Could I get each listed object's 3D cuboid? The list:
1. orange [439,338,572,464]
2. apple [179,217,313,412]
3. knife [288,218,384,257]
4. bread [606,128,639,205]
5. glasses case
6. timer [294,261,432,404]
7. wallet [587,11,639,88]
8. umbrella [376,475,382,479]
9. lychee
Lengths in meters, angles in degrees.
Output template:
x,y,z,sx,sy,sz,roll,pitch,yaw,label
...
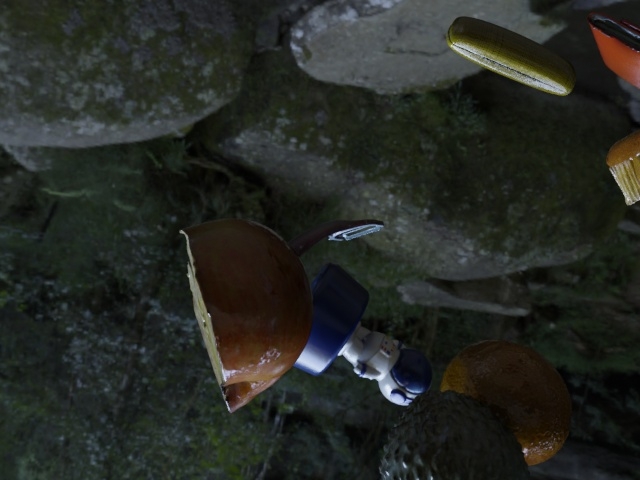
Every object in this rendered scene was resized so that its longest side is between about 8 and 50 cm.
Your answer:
x,y,z,sx,sy,sz,roll,pitch,yaw,label
0.365,0.323,1.328,0.264,0.264,0.264,9,-175,-1,orange
-0.094,0.096,0.956,0.163,0.251,0.293,-17,162,-13,apple
-0.001,-0.002,1.216,0.123,0.053,0.278,-24,177,35,knife
0.843,-0.220,1.631,0.204,0.156,0.288,-29,174,-25,bread
0.325,-0.314,1.120,0.234,0.079,0.064,21,141,-7,glasses case
0.105,0.258,1.605,0.383,0.270,0.270,33,-176,-1,timer
0.598,-0.364,1.284,0.142,0.045,0.204,46,-166,30,wallet
0.235,0.552,1.400,0.248,0.071,0.071,14,-175,0,umbrella
0.225,0.393,1.128,0.255,0.255,0.274,9,-138,-6,lychee
